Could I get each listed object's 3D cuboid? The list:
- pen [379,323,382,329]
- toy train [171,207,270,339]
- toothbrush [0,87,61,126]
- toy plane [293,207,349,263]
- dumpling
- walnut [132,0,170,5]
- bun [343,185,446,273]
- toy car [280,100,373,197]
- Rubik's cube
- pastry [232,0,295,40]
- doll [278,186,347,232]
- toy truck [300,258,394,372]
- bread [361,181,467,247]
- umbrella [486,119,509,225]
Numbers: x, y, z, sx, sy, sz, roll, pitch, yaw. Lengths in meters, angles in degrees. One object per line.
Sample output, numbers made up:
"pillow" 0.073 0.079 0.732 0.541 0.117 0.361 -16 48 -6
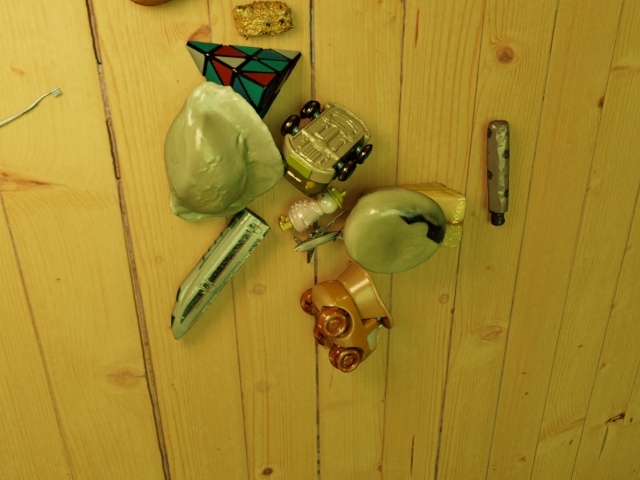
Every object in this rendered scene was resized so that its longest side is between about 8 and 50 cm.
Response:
"pen" 0.142 0.326 1.574 0.239 0.028 0.028 -45 118 0
"toy train" -0.296 0.092 1.290 0.088 0.086 0.407 36 95 -29
"toothbrush" -0.644 -0.291 1.058 0.162 0.014 0.017 -31 98 -6
"toy plane" -0.001 -0.003 1.325 0.226 0.058 0.226 -8 143 -46
"dumpling" -0.253 -0.166 1.118 0.270 0.321 0.211 42 64 -8
"walnut" -0.330 -0.568 1.014 0.207 0.116 0.115 -26 116 -9
"bun" 0.192 -0.046 1.301 0.284 0.179 0.283 -4 138 -4
"toy car" -0.005 -0.212 1.227 0.204 0.198 0.248 39 54 4
"Rubik's cube" -0.115 -0.399 1.134 0.234 0.250 0.284 -39 115 -24
"pastry" -0.132 -0.521 1.133 0.140 0.056 0.079 -21 127 -14
"doll" -0.019 -0.083 1.299 0.207 0.129 0.081 -28 114 16
"toy truck" 0.075 0.220 1.410 0.212 0.204 0.287 -27 115 -11
"bread" 0.264 -0.064 1.394 0.264 0.163 0.167 -7 113 -17
"umbrella" 0.550 -0.203 1.498 0.073 0.067 0.337 -41 129 -51
